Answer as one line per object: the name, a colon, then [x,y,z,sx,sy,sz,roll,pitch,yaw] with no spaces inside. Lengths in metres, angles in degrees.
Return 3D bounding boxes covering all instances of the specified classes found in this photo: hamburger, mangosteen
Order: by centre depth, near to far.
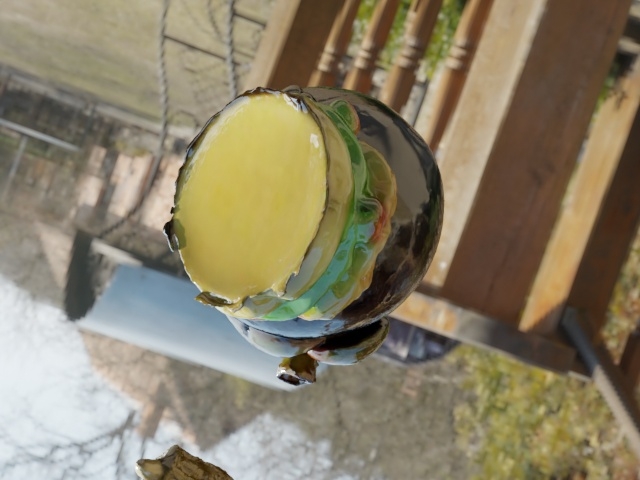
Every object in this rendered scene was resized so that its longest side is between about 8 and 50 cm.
hamburger: [-0.022,-0.028,1.177,0.237,0.237,0.148,18,180,45]
mangosteen: [0.000,0.000,1.706,0.382,0.382,0.435,18,134,43]

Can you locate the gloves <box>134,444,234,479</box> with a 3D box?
gloves: [-0.131,0.399,1.558,0.356,0.155,0.203,51,177,-27]
